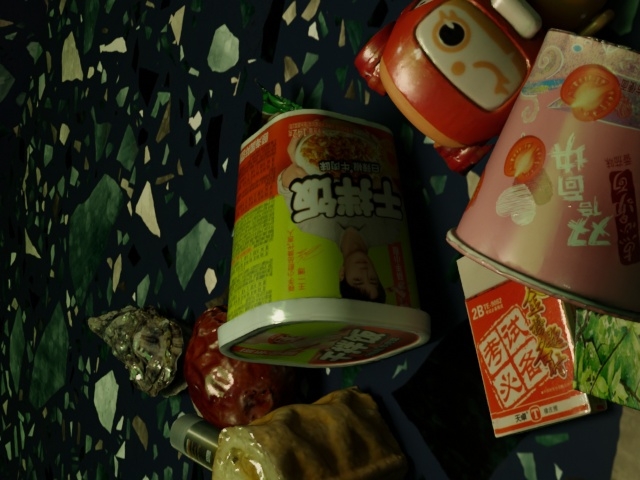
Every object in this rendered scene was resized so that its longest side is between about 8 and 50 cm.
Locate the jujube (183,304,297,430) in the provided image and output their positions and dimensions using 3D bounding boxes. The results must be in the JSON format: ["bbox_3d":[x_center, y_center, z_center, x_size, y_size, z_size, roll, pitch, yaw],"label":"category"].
[{"bbox_3d":[-0.137,0.206,1.590,0.290,0.197,0.197,-127,47,-65],"label":"jujube"}]

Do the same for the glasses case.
[{"bbox_3d":[0.366,0.128,0.927,0.272,0.062,0.095,13,105,57],"label":"glasses case"}]

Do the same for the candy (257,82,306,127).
[{"bbox_3d":[-0.064,-0.147,1.606,0.141,0.078,0.203,-117,29,-53],"label":"candy"}]

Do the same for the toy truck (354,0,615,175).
[{"bbox_3d":[0.196,-0.228,1.053,0.189,0.265,0.239,46,138,2],"label":"toy truck"}]

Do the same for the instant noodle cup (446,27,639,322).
[{"bbox_3d":[0.274,-0.066,0.938,0.243,0.243,0.231,35,111,53],"label":"instant noodle cup"}]

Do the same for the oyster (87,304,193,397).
[{"bbox_3d":[-0.372,0.219,2.012,0.351,0.158,0.162,19,70,43],"label":"oyster"}]

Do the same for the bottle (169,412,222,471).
[{"bbox_3d":[-0.185,0.383,1.751,0.286,0.082,0.082,6,93,57],"label":"bottle"}]

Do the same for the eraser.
[{"bbox_3d":[0.244,0.105,1.140,0.157,0.038,0.230,-34,61,52],"label":"eraser"}]

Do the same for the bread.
[{"bbox_3d":[-0.014,0.342,1.346,0.196,0.252,0.238,-53,51,36],"label":"bread"}]

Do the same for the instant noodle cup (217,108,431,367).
[{"bbox_3d":[0.000,0.000,1.347,0.294,0.294,0.308,-31,56,53],"label":"instant noodle cup"}]
